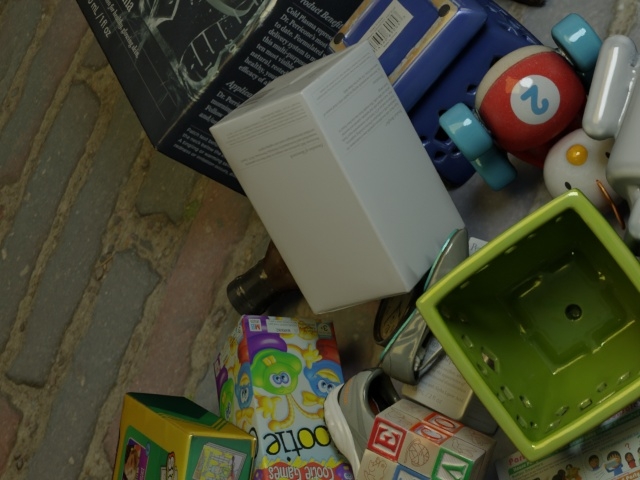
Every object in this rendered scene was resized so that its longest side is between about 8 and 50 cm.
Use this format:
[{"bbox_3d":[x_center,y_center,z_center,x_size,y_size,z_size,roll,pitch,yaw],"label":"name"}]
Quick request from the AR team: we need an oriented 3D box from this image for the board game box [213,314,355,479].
[{"bbox_3d":[-0.049,0.259,1.698,0.144,0.142,0.275,122,146,-47],"label":"board game box"}]

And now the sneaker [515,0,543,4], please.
[{"bbox_3d":[0.270,-0.405,1.810,0.188,0.066,0.071,32,93,47],"label":"sneaker"}]

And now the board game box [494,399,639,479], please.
[{"bbox_3d":[0.337,0.349,1.350,0.224,0.097,0.303,-32,52,29],"label":"board game box"}]

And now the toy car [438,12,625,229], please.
[{"bbox_3d":[0.315,-0.116,1.543,0.219,0.210,0.238,-39,60,8],"label":"toy car"}]

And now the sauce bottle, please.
[{"bbox_3d":[0.000,0.000,1.836,0.344,0.111,0.111,-36,49,26],"label":"sauce bottle"}]

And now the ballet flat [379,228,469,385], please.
[{"bbox_3d":[0.153,0.089,1.569,0.068,0.072,0.213,31,93,21],"label":"ballet flat"}]

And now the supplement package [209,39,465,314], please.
[{"bbox_3d":[0.026,-0.079,1.610,0.175,0.293,0.177,-17,19,41],"label":"supplement package"}]

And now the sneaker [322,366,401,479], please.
[{"bbox_3d":[0.096,0.286,1.565,0.108,0.100,0.271,-49,59,39],"label":"sneaker"}]

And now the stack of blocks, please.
[{"bbox_3d":[0.115,0.362,1.453,0.171,0.087,0.297,22,106,22],"label":"stack of blocks"}]

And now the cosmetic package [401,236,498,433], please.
[{"bbox_3d":[0.210,0.122,1.593,0.117,0.085,0.231,20,86,47],"label":"cosmetic package"}]

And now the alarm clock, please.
[{"bbox_3d":[0.117,0.110,1.678,0.192,0.064,0.129,-61,13,4],"label":"alarm clock"}]

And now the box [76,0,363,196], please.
[{"bbox_3d":[-0.098,-0.396,1.986,0.472,0.297,0.480,-47,46,15],"label":"box"}]

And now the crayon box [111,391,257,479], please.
[{"bbox_3d":[-0.212,0.419,1.713,0.313,0.106,0.363,9,91,65],"label":"crayon box"}]

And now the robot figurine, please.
[{"bbox_3d":[0.454,-0.142,1.404,0.300,0.200,0.353,20,83,10],"label":"robot figurine"}]

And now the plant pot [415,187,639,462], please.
[{"bbox_3d":[0.276,0.088,1.406,0.227,0.207,0.228,-37,83,15],"label":"plant pot"}]

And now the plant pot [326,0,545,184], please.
[{"bbox_3d":[0.159,-0.256,1.737,0.236,0.212,0.236,-49,45,14],"label":"plant pot"}]
